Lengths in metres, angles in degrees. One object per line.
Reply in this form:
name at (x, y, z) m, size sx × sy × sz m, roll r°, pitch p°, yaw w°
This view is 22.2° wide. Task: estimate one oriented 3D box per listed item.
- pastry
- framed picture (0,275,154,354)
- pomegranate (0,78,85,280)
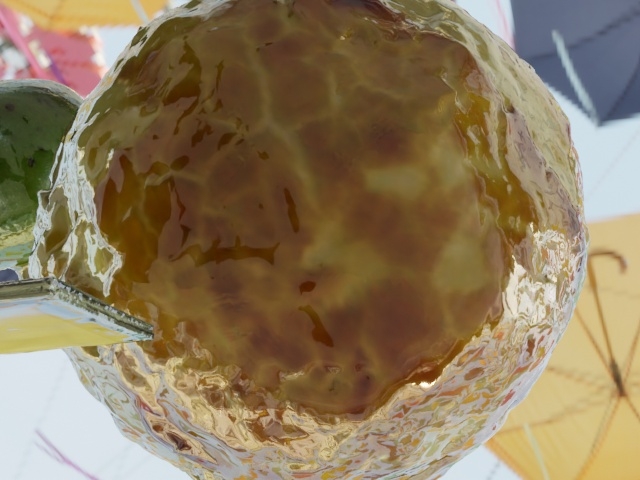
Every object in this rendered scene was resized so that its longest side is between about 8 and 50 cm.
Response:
pastry at (0.000, 0.000, 1.115) m, size 0.388 × 0.388 × 0.312 m, roll -41°, pitch -164°, yaw -12°
framed picture at (-0.199, 0.042, 0.681) m, size 0.231 × 0.173 × 0.010 m, roll -6°, pitch -100°, yaw 5°
pomegranate at (-0.255, -0.028, 1.411) m, size 0.187 × 0.187 × 0.225 m, roll -17°, pitch -84°, yaw 3°
